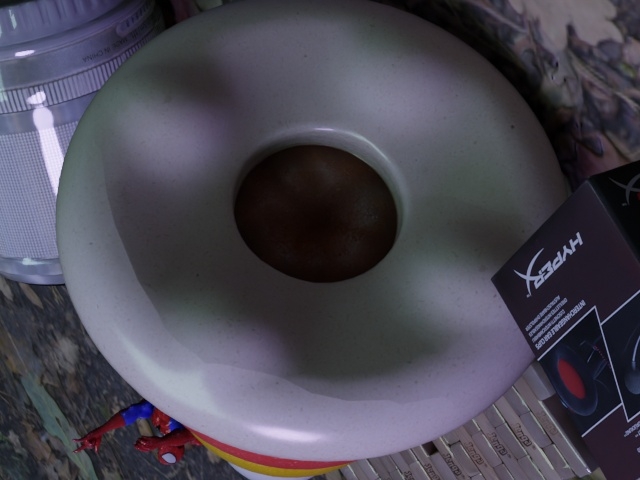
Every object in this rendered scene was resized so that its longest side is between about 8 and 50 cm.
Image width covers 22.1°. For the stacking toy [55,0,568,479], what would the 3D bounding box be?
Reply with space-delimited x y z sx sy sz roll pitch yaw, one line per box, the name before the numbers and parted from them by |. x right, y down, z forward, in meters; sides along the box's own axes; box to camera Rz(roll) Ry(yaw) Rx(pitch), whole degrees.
stacking toy | -0.021 0.066 1.284 0.350 0.351 0.480 48 159 16

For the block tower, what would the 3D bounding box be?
block tower | 0.132 0.159 1.316 0.097 0.091 0.335 55 148 3

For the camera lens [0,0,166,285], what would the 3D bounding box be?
camera lens | -0.231 -0.114 1.450 0.219 0.219 0.274 20 132 44

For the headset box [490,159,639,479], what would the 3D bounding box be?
headset box | 0.255 0.088 0.793 0.293 0.218 0.110 61 147 17

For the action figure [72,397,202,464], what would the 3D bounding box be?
action figure | -0.179 0.155 1.690 0.091 0.139 0.280 38 145 30
